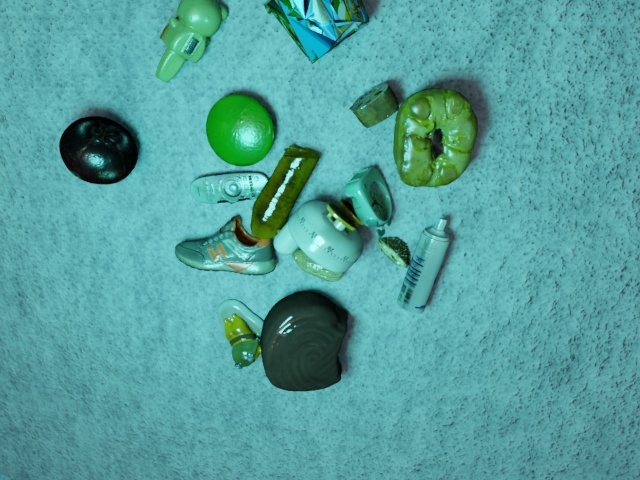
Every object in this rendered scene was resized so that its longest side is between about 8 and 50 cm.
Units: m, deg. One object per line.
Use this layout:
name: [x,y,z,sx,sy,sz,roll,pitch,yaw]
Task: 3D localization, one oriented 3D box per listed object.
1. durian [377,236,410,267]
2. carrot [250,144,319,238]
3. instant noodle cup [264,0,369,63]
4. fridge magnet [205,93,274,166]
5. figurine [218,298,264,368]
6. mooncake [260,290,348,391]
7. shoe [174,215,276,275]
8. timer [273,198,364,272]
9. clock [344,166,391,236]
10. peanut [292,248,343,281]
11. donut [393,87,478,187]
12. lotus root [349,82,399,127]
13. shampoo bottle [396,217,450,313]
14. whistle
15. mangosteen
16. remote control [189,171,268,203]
durian: [0.234,0.030,1.401,0.130,0.052,0.066,46,150,-4]
carrot: [-0.118,-0.143,1.356,0.114,0.114,0.301,30,110,-1]
instant noodle cup: [0.004,-0.569,1.127,0.240,0.240,0.178,-29,110,20]
fridge magnet: [-0.234,-0.321,1.328,0.208,0.088,0.207,3,110,9]
figurine: [-0.284,0.338,1.557,0.167,0.141,0.250,-34,100,22]
mooncake: [-0.043,0.344,1.474,0.334,0.174,0.326,37,102,-17]
shoe: [-0.305,0.005,1.449,0.337,0.132,0.170,7,107,7]
timer: [0.000,0.000,1.324,0.233,0.233,0.240,41,109,-5]
clock: [0.148,-0.106,1.304,0.060,0.148,0.188,-14,111,36]
peanut: [-0.008,0.074,1.440,0.175,0.080,0.080,24,113,7]
donut: [0.298,-0.270,1.202,0.209,0.128,0.261,2,116,-8]
lotus root: [0.147,-0.360,1.224,0.122,0.112,0.081,-28,110,18]
shampoo bottle: [0.316,0.071,1.364,0.092,0.092,0.303,17,111,5]
whistle: [-0.367,-0.563,1.251,0.288,0.131,0.106,-47,57,22]
mangosteen: [-0.677,-0.267,1.381,0.216,0.216,0.216,4,111,10]
remote control: [-0.284,-0.165,1.421,0.256,0.045,0.097,-1,112,8]
